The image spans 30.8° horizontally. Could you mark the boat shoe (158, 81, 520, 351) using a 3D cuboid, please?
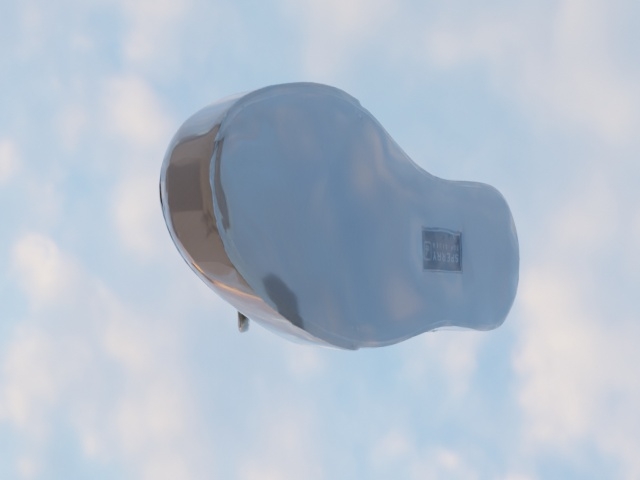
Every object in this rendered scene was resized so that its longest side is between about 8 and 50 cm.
[{"bbox_3d":[0.000,-0.004,0.567,0.105,0.306,0.113,-3,-93,28],"label":"boat shoe"}]
